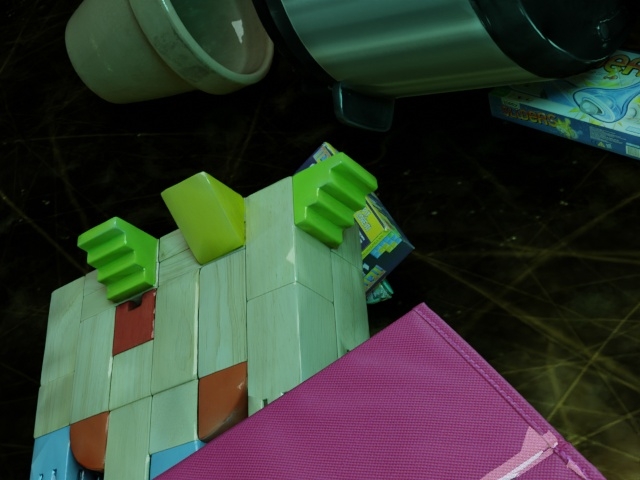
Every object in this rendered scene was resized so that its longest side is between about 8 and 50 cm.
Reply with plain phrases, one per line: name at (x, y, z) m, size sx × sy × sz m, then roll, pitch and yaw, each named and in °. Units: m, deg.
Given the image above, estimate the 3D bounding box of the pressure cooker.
pressure cooker at (0.115, -0.353, 0.983) m, size 0.420 × 0.375 × 0.370 m, roll 1°, pitch 43°, yaw 45°

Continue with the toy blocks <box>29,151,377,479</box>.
toy blocks at (-0.103, 0.126, 0.703) m, size 0.381 × 0.191 × 0.260 m, roll -23°, pitch 53°, yaw 29°

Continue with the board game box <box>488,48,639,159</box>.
board game box at (0.312, -0.167, 0.973) m, size 0.136 × 0.035 × 0.201 m, roll -42°, pitch 44°, yaw -23°

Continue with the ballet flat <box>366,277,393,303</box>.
ballet flat at (0.042, 0.023, 0.876) m, size 0.041 × 0.041 × 0.114 m, roll -19°, pitch 39°, yaw 3°

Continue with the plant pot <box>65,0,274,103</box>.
plant pot at (-0.230, -0.300, 1.221) m, size 0.229 × 0.263 × 0.263 m, roll -21°, pitch 36°, yaw 28°

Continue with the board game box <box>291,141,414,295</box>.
board game box at (0.000, 0.000, 0.868) m, size 0.141 × 0.048 × 0.170 m, roll -45°, pitch 39°, yaw 12°

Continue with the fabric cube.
fabric cube at (0.044, 0.245, 0.459) m, size 0.258 × 0.254 × 0.259 m, roll -31°, pitch 41°, yaw -12°
